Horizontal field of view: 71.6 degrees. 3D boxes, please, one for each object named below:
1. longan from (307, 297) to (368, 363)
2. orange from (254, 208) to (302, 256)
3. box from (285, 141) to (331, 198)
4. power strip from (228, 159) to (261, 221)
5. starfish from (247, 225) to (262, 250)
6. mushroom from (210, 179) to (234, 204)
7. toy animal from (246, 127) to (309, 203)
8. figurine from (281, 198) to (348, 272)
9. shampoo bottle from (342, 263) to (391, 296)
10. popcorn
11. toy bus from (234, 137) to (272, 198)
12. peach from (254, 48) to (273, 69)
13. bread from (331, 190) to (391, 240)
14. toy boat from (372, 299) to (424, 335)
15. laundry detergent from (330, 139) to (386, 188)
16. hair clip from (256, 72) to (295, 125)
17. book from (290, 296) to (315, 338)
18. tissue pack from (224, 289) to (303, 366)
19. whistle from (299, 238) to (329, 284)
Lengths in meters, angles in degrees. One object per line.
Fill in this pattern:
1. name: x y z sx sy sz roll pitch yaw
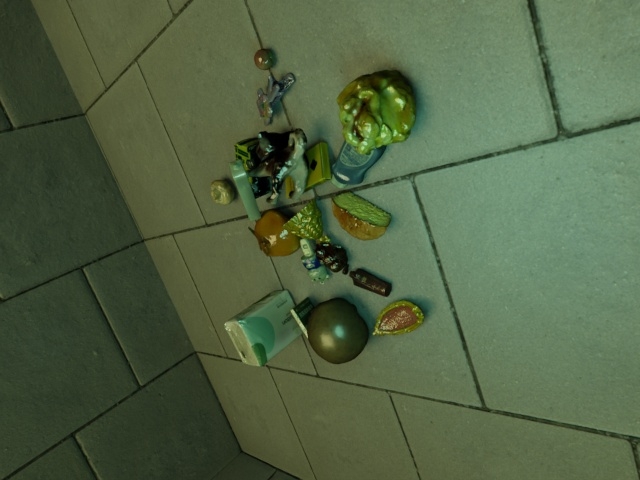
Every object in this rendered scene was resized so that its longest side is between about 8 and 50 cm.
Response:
1. longan: 0.073 0.409 2.015 0.297 0.297 0.298 24 129 34
2. orange: -0.209 -0.032 2.090 0.248 0.183 0.249 25 131 32
3. box: -0.060 -0.284 1.842 0.279 0.040 0.153 -19 71 51
4. power strip: -0.321 -0.213 1.904 0.385 0.062 0.091 84 166 -63
5. starfish: -0.293 -0.004 2.232 0.216 0.050 0.223 39 -167 -35
6. mushroom: -0.517 -0.252 2.325 0.148 0.112 0.148 23 122 43
7. toy animal: -0.164 -0.347 1.807 0.344 0.194 0.303 46 129 43
8. figurine: 0.001 -0.001 1.944 0.315 0.187 0.168 51 176 -4
9. shampoo bottle: 0.193 0.168 1.897 0.236 0.068 0.067 22 148 35
10. popcorn: 0.167 -0.412 1.426 0.276 0.276 0.226 25 134 33
11. toy bus: -0.312 -0.341 2.050 0.150 0.128 0.262 29 133 34
12. peach: -0.227 -0.721 1.768 0.083 0.083 0.083 24 129 34
13. bread: 0.154 -0.079 1.740 0.260 0.129 0.134 37 136 26
14. toy boat: 0.328 0.323 1.833 0.141 0.099 0.318 58 143 7
15. laundry detergent: 0.126 -0.297 1.667 0.143 0.094 0.290 39 141 3
16. hair clip: -0.209 -0.587 1.826 0.278 0.090 0.137 -42 73 49
17. book: -0.035 0.421 2.187 0.027 0.202 0.264 -34 87 22
18. tissue pack: -0.285 0.455 2.329 0.193 0.356 0.266 -13 104 48
19. whistle: -0.035 0.100 2.058 0.110 0.092 0.245 -14 109 27
